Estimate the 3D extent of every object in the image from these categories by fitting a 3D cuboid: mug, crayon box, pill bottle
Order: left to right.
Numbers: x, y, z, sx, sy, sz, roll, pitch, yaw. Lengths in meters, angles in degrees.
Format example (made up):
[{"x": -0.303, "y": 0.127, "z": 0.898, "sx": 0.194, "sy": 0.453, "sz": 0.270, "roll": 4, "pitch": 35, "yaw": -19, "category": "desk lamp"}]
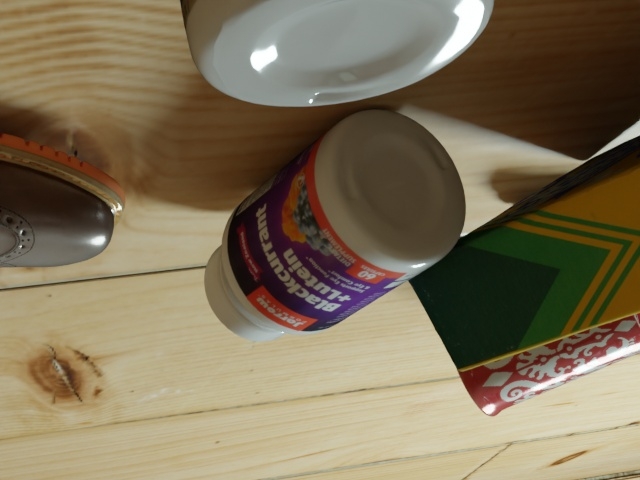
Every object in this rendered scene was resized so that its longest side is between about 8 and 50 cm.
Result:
[{"x": -0.008, "y": -0.136, "z": 0.448, "sx": 0.094, "sy": 0.169, "sz": 0.094, "roll": -10, "pitch": 161, "yaw": -4, "category": "pill bottle"}, {"x": 0.000, "y": 0.000, "z": 0.944, "sx": 0.108, "sy": 0.108, "sz": 0.193, "roll": 2, "pitch": 157, "yaw": -33, "category": "pill bottle"}, {"x": 0.209, "y": 0.081, "z": 1.301, "sx": 0.169, "sy": 0.113, "sz": 0.150, "roll": -22, "pitch": 160, "yaw": 21, "category": "mug"}, {"x": 0.226, "y": -0.028, "z": 0.869, "sx": 0.203, "sy": 0.083, "sz": 0.323, "roll": -29, "pitch": -178, "yaw": -36, "category": "crayon box"}]

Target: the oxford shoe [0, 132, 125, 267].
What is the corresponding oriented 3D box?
[{"x": -0.281, "y": 0.013, "z": 0.785, "sx": 0.363, "sy": 0.133, "sz": 0.130, "roll": -1, "pitch": 159, "yaw": -27, "category": "oxford shoe"}]
